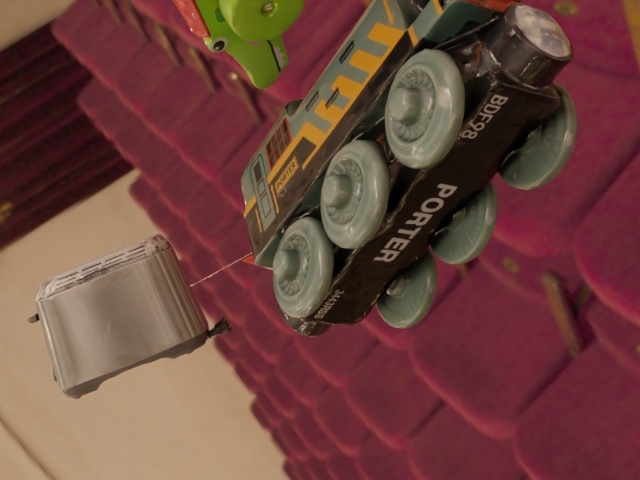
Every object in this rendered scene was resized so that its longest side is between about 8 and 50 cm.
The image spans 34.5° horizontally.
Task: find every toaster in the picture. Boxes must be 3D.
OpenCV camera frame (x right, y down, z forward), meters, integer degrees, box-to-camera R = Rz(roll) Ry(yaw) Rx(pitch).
[{"bbox_3d":[-0.236,0.086,1.255,0.129,0.227,0.146,-121,10,-85],"label":"toaster"}]

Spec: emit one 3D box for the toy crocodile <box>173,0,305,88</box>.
[{"bbox_3d":[-0.089,-0.228,0.733,0.115,0.105,0.340,58,173,27],"label":"toy crocodile"}]

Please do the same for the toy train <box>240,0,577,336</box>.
[{"bbox_3d":[0.051,-0.070,0.769,0.334,0.142,0.190,-52,42,41],"label":"toy train"}]

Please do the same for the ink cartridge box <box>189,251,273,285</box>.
[{"bbox_3d":[0.000,0.000,1.068,0.181,0.224,0.056,-28,93,51],"label":"ink cartridge box"}]
